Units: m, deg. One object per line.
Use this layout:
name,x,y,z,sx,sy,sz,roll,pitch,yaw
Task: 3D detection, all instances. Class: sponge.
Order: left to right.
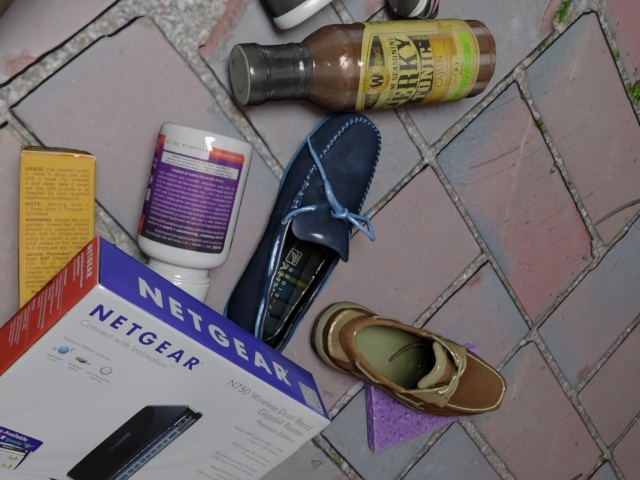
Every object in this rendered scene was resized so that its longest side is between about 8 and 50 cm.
sponge,0.168,0.251,0.964,0.210,0.031,0.117,-13,106,-23

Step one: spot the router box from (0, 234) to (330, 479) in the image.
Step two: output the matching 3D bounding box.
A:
router box,-0.208,0.198,0.651,0.301,0.082,0.335,-42,127,11

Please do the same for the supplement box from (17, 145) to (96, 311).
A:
supplement box,-0.287,0.017,0.651,0.080,0.078,0.234,-2,104,-27

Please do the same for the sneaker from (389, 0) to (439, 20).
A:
sneaker,0.136,-0.376,0.791,0.077,0.072,0.178,5,99,-51

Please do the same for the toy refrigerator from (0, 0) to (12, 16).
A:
toy refrigerator,-0.278,-0.283,0.509,0.269,0.102,0.094,-41,120,17

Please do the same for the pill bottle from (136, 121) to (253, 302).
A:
pill bottle,-0.150,-0.030,0.691,0.108,0.108,0.194,11,96,-29

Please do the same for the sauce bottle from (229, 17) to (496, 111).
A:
sauce bottle,0.059,-0.217,0.754,0.344,0.111,0.112,-13,107,-23

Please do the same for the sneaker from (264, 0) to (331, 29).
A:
sneaker,0.026,-0.394,0.688,0.295,0.104,0.147,-42,121,-3

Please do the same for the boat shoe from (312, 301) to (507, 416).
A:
boat shoe,0.143,0.186,0.860,0.323,0.120,0.123,22,80,-22

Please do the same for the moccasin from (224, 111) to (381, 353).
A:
moccasin,0.000,0.000,0.769,0.137,0.117,0.342,22,92,-29
